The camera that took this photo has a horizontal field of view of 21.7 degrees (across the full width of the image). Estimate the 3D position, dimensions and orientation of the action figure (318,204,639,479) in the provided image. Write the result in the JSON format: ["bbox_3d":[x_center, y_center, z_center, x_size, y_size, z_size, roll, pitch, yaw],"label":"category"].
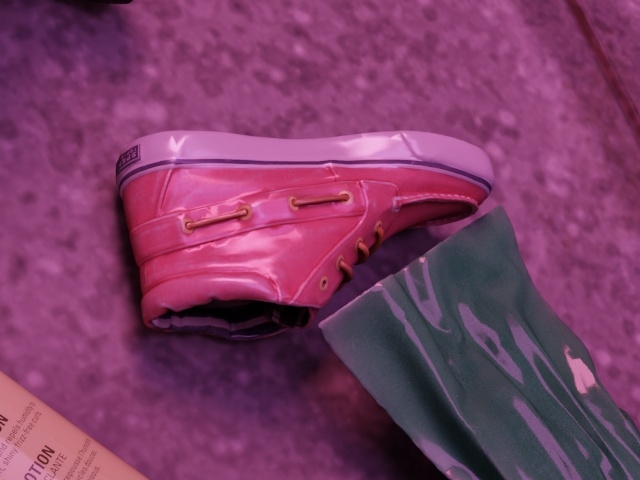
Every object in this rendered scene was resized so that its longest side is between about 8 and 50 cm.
[{"bbox_3d":[0.102,0.108,0.739,0.137,0.063,0.232,-31,83,-39],"label":"action figure"}]

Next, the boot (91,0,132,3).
[{"bbox_3d":[-0.140,-0.203,0.725,0.198,0.077,0.137,32,51,-17],"label":"boot"}]

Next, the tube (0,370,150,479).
[{"bbox_3d":[-0.168,0.052,0.606,0.240,0.062,0.070,37,15,-7],"label":"tube"}]

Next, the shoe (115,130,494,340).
[{"bbox_3d":[0.000,0.000,0.726,0.178,0.063,0.081,0,68,-26],"label":"shoe"}]
